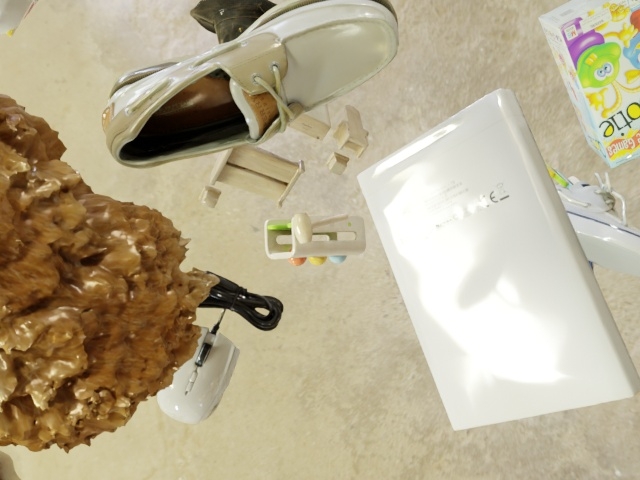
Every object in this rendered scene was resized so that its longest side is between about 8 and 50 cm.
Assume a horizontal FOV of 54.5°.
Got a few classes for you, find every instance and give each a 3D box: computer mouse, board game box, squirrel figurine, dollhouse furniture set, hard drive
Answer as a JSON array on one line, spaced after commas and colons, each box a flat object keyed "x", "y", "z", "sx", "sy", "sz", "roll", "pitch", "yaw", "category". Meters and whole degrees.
[{"x": -0.115, "y": 0.120, "z": 0.607, "sx": 0.106, "sy": 0.042, "sz": 0.193, "roll": 22, "pitch": 117, "yaw": -3, "category": "computer mouse"}, {"x": 0.519, "y": -0.296, "z": 1.101, "sx": 0.142, "sy": 0.144, "sz": 0.275, "roll": -25, "pitch": 112, "yaw": 16, "category": "board game box"}, {"x": -0.274, "y": 0.103, "z": 0.431, "sx": 0.397, "sy": 0.281, "sz": 0.371, "roll": -33, "pitch": 84, "yaw": 7, "category": "squirrel figurine"}, {"x": -0.099, "y": -0.217, "z": 1.577, "sx": 0.356, "sy": 0.303, "sz": 0.174, "roll": -52, "pitch": 29, "yaw": 36, "category": "dollhouse furniture set"}, {"x": 0.195, "y": 0.034, "z": 0.747, "sx": 0.233, "sy": 0.047, "sz": 0.353, "roll": -28, "pitch": 78, "yaw": 42, "category": "hard drive"}]

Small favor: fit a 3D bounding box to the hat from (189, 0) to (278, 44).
[{"x": -0.225, "y": -0.611, "z": 1.856, "sx": 0.331, "sy": 0.331, "sz": 0.134, "roll": 0, "pitch": 88, "yaw": 15, "category": "hat"}]

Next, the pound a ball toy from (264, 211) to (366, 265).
[{"x": 0.000, "y": 0.000, "z": 1.685, "sx": 0.208, "sy": 0.319, "sz": 0.136, "roll": -5, "pitch": 88, "yaw": 46, "category": "pound a ball toy"}]

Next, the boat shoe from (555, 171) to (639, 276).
[{"x": 0.486, "y": -0.062, "z": 1.143, "sx": 0.367, "sy": 0.136, "sz": 0.157, "roll": 27, "pitch": 80, "yaw": 38, "category": "boat shoe"}]

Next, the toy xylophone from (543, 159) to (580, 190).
[{"x": 0.473, "y": -0.188, "z": 1.447, "sx": 0.081, "sy": 0.322, "sz": 0.236, "roll": -51, "pitch": 30, "yaw": 21, "category": "toy xylophone"}]

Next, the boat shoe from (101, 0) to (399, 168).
[{"x": -0.062, "y": -0.142, "z": 0.595, "sx": 0.302, "sy": 0.113, "sz": 0.103, "roll": -20, "pitch": 42, "yaw": 7, "category": "boat shoe"}]

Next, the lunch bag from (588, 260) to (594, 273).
[{"x": 0.479, "y": 0.074, "z": 1.464, "sx": 0.303, "sy": 0.115, "sz": 0.243, "roll": -3, "pitch": 91, "yaw": 21, "category": "lunch bag"}]

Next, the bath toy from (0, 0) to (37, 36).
[{"x": -0.538, "y": -0.425, "z": 1.028, "sx": 0.151, "sy": 0.129, "sz": 0.348, "roll": -51, "pitch": 31, "yaw": 14, "category": "bath toy"}]
